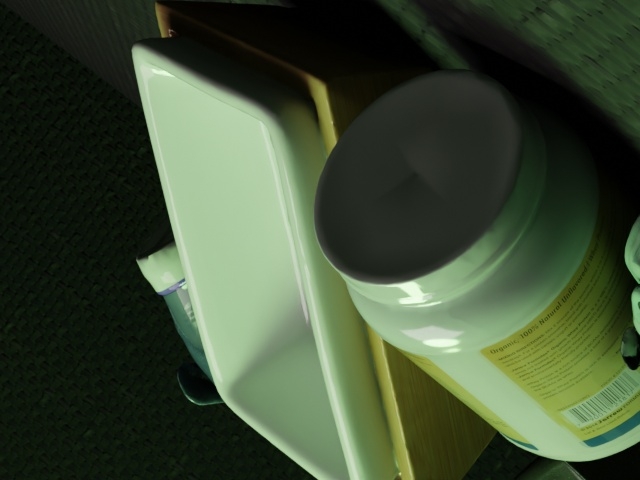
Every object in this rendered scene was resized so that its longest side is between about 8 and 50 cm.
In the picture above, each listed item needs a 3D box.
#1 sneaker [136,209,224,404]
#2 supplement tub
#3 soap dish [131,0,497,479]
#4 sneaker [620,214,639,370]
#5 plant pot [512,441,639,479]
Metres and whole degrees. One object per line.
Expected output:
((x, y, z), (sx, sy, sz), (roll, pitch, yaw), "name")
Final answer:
((-0.014, 0.043, 1.623), (0.236, 0.130, 0.323), (53, -155, -9), "sneaker")
((0.101, 0.014, 1.033), (0.144, 0.144, 0.200), (34, 175, 46), "supplement tub")
((0.000, 0.000, 1.221), (0.229, 0.118, 0.291), (31, 139, 56), "soap dish")
((0.186, 0.036, 0.886), (0.151, 0.094, 0.256), (39, 177, 22), "sneaker")
((0.253, 0.178, 1.444), (0.188, 0.187, 0.167), (44, 165, 20), "plant pot")
